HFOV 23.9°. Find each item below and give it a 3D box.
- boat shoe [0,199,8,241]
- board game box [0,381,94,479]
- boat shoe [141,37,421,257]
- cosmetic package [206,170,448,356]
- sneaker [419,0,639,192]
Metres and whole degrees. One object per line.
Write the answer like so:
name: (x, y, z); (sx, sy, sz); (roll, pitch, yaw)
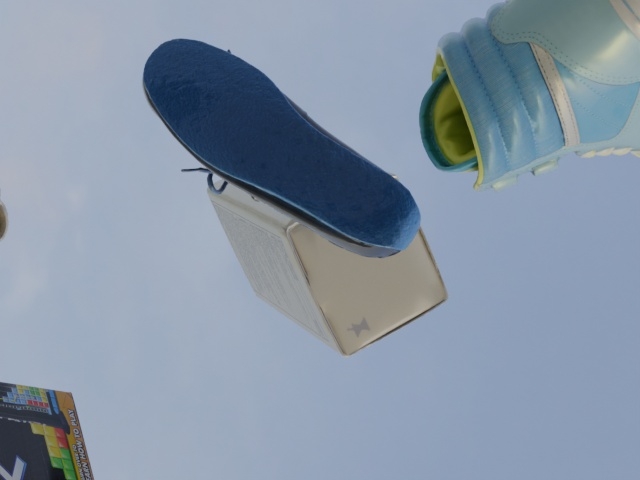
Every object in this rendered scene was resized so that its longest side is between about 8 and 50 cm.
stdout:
boat shoe: (-0.126, -0.007, 0.524); (0.100, 0.035, 0.035); (146, -36, -69)
board game box: (-0.188, 0.154, 0.829); (0.048, 0.141, 0.170); (-45, -131, 29)
boat shoe: (-0.042, -0.060, 1.233); (0.258, 0.089, 0.109); (41, -103, 6)
cosmetic package: (0.000, 0.000, 1.584); (0.153, 0.129, 0.296); (67, -13, -18)
sneaker: (0.188, -0.095, 1.061); (0.208, 0.319, 0.127); (-32, -125, 18)
